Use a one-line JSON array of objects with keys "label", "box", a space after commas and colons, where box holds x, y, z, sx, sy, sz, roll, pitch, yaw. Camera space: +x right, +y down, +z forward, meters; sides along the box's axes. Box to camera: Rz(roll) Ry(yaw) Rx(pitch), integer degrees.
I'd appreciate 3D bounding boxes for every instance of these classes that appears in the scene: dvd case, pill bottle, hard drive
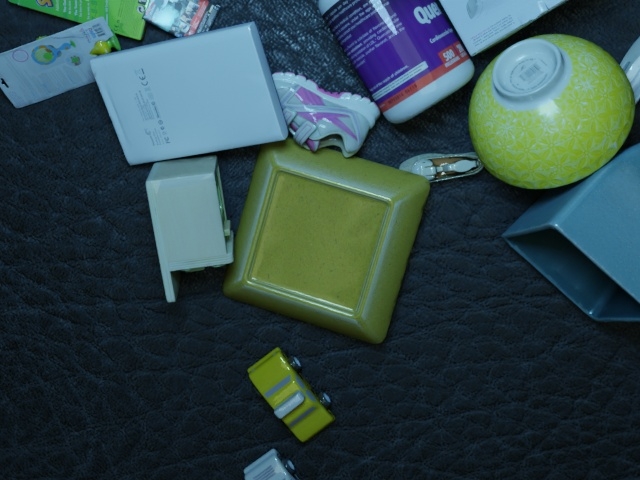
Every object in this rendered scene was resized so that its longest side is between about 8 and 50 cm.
[{"label": "dvd case", "box": [-0.257, -0.419, 1.667, 0.119, 0.013, 0.087, 25, 96, -17]}, {"label": "pill bottle", "box": [0.118, -0.379, 1.587, 0.181, 0.181, 0.323, -32, 96, 6]}, {"label": "hard drive", "box": [-0.235, -0.257, 1.619, 0.319, 0.040, 0.210, -7, 116, 21]}]

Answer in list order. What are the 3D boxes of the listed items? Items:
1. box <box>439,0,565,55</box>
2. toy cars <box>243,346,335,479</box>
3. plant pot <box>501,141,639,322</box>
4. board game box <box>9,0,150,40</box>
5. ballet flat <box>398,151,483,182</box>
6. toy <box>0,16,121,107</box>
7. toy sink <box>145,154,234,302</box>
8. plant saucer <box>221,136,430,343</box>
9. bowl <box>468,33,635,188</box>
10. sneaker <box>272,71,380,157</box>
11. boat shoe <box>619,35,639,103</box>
[{"label": "box", "box": [0.324, -0.484, 1.547, 0.262, 0.127, 0.231, -29, 96, 29]}, {"label": "toy cars", "box": [-0.063, 0.408, 1.755, 0.177, 0.087, 0.393, 3, 98, 2]}, {"label": "plant pot", "box": [0.523, -0.030, 1.596, 0.248, 0.247, 0.252, 41, 81, -4]}, {"label": "board game box", "box": [-0.440, -0.465, 1.673, 0.260, 0.039, 0.124, 16, 98, -3]}, {"label": "ballet flat", "box": [0.223, -0.137, 1.682, 0.168, 0.052, 0.057, -11, 98, 4]}, {"label": "toy", "box": [-0.484, -0.338, 1.668, 0.237, 0.137, 0.056, -16, 55, 5]}, {"label": "toy sink", "box": [-0.229, -0.023, 1.656, 0.131, 0.153, 0.234, -7, 107, -2]}, {"label": "plant saucer", "box": [0.000, 0.000, 1.677, 0.333, 0.081, 0.332, 17, 99, 7]}, {"label": "bowl", "box": [0.370, -0.248, 1.530, 0.290, 0.156, 0.289, -15, 57, 23]}, {"label": "sneaker", "box": [-0.023, -0.225, 1.641, 0.252, 0.103, 0.111, 16, 78, 1]}, {"label": "boat shoe", "box": [0.586, -0.310, 1.638, 0.063, 0.066, 0.184, 29, 96, -16]}]
